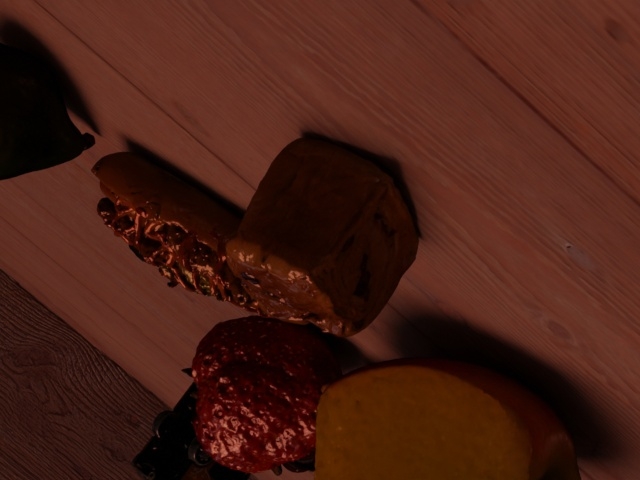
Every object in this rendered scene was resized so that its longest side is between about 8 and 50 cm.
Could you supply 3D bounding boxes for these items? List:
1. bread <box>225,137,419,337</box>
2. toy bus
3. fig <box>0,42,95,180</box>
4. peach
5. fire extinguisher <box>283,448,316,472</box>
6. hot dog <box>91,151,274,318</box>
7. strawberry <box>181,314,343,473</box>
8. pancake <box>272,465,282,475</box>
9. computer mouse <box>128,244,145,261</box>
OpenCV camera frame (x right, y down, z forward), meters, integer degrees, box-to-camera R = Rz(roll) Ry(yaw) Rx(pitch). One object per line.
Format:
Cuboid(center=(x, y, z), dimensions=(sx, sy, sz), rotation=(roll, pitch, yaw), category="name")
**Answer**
Cuboid(center=(0.000, 0.000, 0.873), dimensions=(0.143, 0.158, 0.149), rotation=(20, 152, 30), category="bread")
Cuboid(center=(-0.201, 0.377, 1.759), dimensions=(0.161, 0.323, 0.194), rotation=(18, 154, 43), category="toy bus")
Cuboid(center=(-0.424, -0.165, 1.216), dimensions=(0.244, 0.195, 0.195), rotation=(26, 168, -32), category="fig")
Cuboid(center=(0.138, 0.281, 1.093), dimensions=(0.380, 0.243, 0.306), rotation=(-6, 155, 33), category="peach")
Cuboid(center=(-0.027, 0.458, 1.955), dimensions=(0.141, 0.105, 0.341), rotation=(20, 158, 1), category="fire extinguisher")
Cuboid(center=(-0.185, 0.003, 1.236), dimensions=(0.348, 0.117, 0.158), rotation=(32, 159, 17), category="hot dog")
Cuboid(center=(-0.071, 0.242, 1.398), dimensions=(0.276, 0.257, 0.257), rotation=(-10, 129, 46), category="strawberry")
Cuboid(center=(-0.147, 0.445, 2.108), dimensions=(0.250, 0.031, 0.250), rotation=(61, 166, 25), category="pancake")
Cuboid(center=(-0.311, 0.017, 1.577), dimensions=(0.079, 0.047, 0.135), rotation=(34, 161, 13), category="computer mouse")
